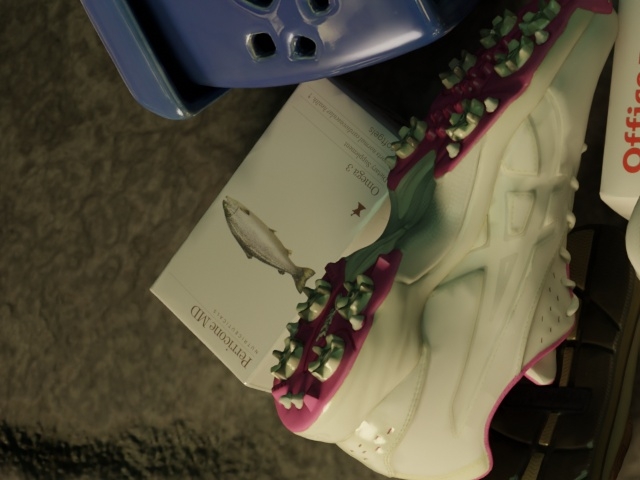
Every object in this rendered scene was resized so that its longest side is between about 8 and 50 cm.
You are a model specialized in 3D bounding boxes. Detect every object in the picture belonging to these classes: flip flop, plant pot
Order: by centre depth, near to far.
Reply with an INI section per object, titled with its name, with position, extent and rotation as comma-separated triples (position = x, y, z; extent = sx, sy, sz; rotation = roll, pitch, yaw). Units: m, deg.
[flip flop]
position = 0.134, 0.123, 1.145
extent = 0.112, 0.080, 0.277
rotation = 4, 65, 37
[plant pot]
position = -0.038, -0.213, 1.190
extent = 0.212, 0.236, 0.236
rotation = -22, 101, 24

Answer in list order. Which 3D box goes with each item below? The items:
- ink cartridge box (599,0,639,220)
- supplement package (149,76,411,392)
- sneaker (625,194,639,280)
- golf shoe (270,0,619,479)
[ink cartridge box]
position = 0.276, -0.087, 1.096
extent = 0.219, 0.092, 0.160
rotation = 0, 77, 31
[supplement package]
position = 0.000, 0.000, 1.234
extent = 0.105, 0.105, 0.179
rotation = 42, 100, 30
[sneaker]
position = 0.251, -0.095, 0.980
extent = 0.111, 0.129, 0.297
rotation = 44, 102, 29
[golf shoe]
position = 0.097, -0.001, 1.109
extent = 0.306, 0.140, 0.115
rotation = -58, 18, -6
